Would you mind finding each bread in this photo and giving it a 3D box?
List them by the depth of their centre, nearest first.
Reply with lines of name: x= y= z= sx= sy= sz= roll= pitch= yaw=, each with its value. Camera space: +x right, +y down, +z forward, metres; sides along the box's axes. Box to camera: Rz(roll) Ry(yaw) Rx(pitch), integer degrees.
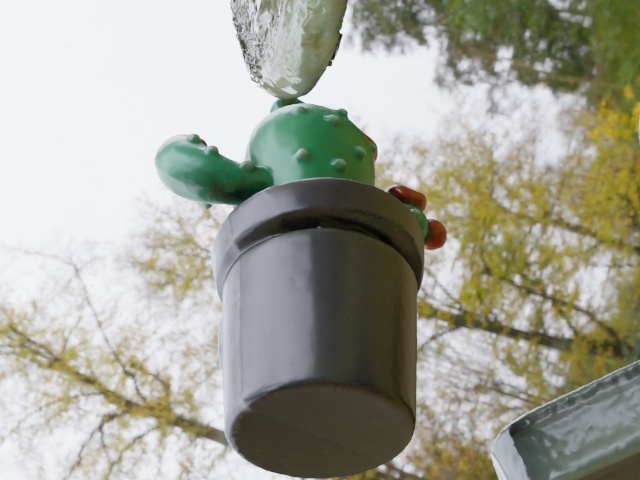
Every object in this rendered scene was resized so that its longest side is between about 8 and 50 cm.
bread: x=-0.023 y=-0.230 z=0.680 sx=0.267 sy=0.040 sz=0.267 roll=-179 pitch=90 yaw=-72

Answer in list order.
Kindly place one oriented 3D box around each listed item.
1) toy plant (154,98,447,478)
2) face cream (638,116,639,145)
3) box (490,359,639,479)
toy plant: x=-0.014 y=0.000 z=0.872 sx=0.185 sy=0.279 sz=0.400 roll=89 pitch=180 yaw=-48
face cream: x=0.325 y=-0.107 z=0.537 sx=0.225 sy=0.249 sz=0.249 roll=-59 pitch=-26 yaw=-26
box: x=0.381 y=0.230 z=0.976 sx=0.396 sy=0.396 sz=0.111 roll=63 pitch=-178 yaw=-48
